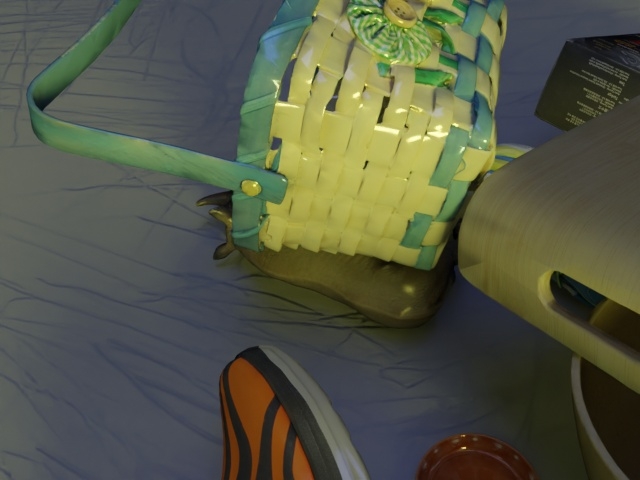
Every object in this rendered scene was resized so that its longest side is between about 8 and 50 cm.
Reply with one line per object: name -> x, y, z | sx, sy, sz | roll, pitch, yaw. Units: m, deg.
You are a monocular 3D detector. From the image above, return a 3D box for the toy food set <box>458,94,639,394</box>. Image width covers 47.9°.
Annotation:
toy food set -> 0.259, -0.018, 0.386 | 0.306, 0.092, 0.220 | -28, 30, -14

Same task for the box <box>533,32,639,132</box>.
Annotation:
box -> 0.378, -0.086, 0.616 | 0.307, 0.076, 0.243 | 37, 37, 30

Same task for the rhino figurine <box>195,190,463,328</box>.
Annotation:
rhino figurine -> 0.000, 0.000, 0.590 | 0.244, 0.073, 0.106 | 19, 46, 19

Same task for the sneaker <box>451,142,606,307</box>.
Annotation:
sneaker -> 0.193, -0.008, 0.585 | 0.240, 0.091, 0.126 | 0, 47, -1

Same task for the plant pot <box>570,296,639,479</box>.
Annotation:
plant pot -> 0.272, 0.144, 0.348 | 0.284, 0.190, 0.284 | -8, 26, 4

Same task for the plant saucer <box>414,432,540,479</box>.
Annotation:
plant saucer -> 0.103, 0.166, 0.471 | 0.084, 0.013, 0.083 | -1, 46, 1

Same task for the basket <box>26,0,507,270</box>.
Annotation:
basket -> -0.021, -0.121, 0.517 | 0.289, 0.201, 0.254 | 13, 48, 4

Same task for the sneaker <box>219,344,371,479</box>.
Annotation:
sneaker -> -0.049, 0.201, 0.362 | 0.180, 0.124, 0.321 | -13, 48, -13
